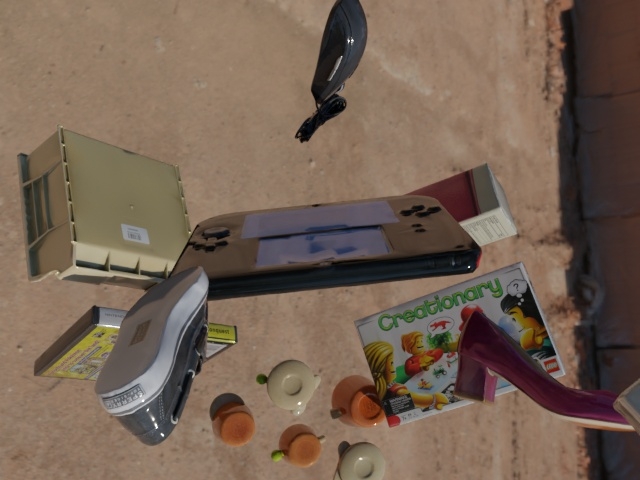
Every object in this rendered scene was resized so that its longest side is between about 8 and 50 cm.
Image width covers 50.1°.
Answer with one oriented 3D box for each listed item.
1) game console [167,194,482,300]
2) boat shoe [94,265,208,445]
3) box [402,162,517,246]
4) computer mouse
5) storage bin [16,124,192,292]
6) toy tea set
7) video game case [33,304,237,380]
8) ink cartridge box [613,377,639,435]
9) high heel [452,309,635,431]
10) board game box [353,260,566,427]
[{"bbox_3d":[0.000,0.000,0.967,0.342,0.386,0.060,-97,-179,-79],"label":"game console"},{"bbox_3d":[-0.137,0.101,0.636,0.228,0.080,0.076,-94,160,-69],"label":"boat shoe"},{"bbox_3d":[0.309,-0.057,1.573,0.148,0.232,0.127,38,37,-54],"label":"box"},{"bbox_3d":[0.042,-0.291,1.137,0.184,0.060,0.262,-53,166,-52],"label":"computer mouse"},{"bbox_3d":[-0.362,-0.033,1.188,0.262,0.123,0.260,17,51,-51],"label":"storage bin"},{"bbox_3d":[-0.029,0.317,1.235,0.336,0.124,0.200,20,80,-12],"label":"toy tea set"},{"bbox_3d":[-0.316,0.188,1.163,0.248,0.275,0.035,14,57,-36],"label":"video game case"},{"bbox_3d":[0.357,0.055,0.393,0.165,0.332,0.065,53,4,25],"label":"ink cartridge box"},{"bbox_3d":[0.281,0.155,0.823,0.082,0.244,0.117,32,68,-50],"label":"high heel"},{"bbox_3d":[0.228,0.177,1.153,0.053,0.305,0.193,12,57,-69],"label":"board game box"}]
